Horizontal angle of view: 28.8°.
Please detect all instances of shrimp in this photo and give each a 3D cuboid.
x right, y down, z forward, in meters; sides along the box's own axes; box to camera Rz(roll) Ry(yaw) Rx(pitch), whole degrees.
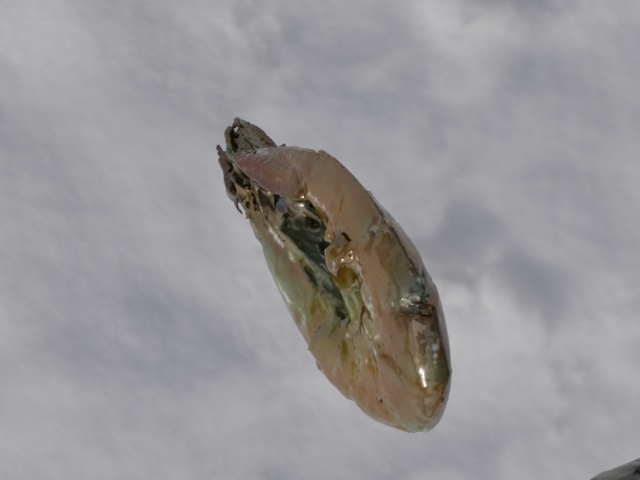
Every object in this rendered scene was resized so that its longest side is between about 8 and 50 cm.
[{"bbox_3d":[0.000,0.000,0.744,0.061,0.267,0.145,-18,135,-16],"label":"shrimp"}]

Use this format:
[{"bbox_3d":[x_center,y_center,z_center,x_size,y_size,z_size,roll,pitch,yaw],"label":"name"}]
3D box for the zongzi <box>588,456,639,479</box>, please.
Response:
[{"bbox_3d":[0.260,0.176,0.485,0.361,0.160,0.323,-10,140,4],"label":"zongzi"}]
